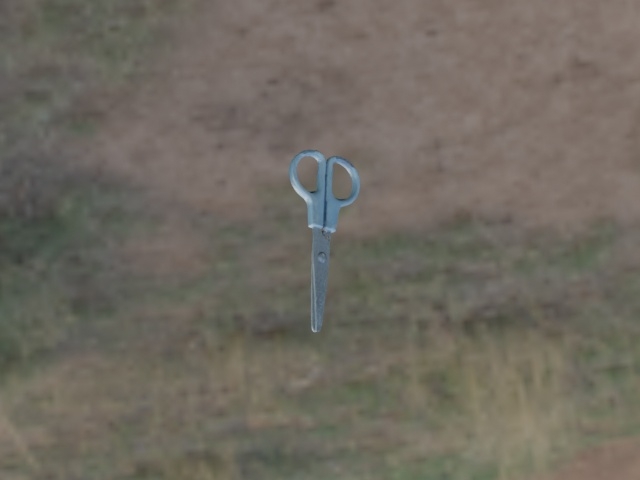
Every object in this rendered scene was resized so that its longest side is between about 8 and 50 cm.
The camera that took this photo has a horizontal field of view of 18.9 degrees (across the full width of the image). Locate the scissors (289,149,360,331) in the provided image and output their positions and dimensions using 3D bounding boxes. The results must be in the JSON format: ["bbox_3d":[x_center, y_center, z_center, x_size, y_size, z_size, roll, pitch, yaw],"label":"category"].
[{"bbox_3d":[0.000,0.000,0.845,0.036,0.083,0.006,15,158,-29],"label":"scissors"}]
